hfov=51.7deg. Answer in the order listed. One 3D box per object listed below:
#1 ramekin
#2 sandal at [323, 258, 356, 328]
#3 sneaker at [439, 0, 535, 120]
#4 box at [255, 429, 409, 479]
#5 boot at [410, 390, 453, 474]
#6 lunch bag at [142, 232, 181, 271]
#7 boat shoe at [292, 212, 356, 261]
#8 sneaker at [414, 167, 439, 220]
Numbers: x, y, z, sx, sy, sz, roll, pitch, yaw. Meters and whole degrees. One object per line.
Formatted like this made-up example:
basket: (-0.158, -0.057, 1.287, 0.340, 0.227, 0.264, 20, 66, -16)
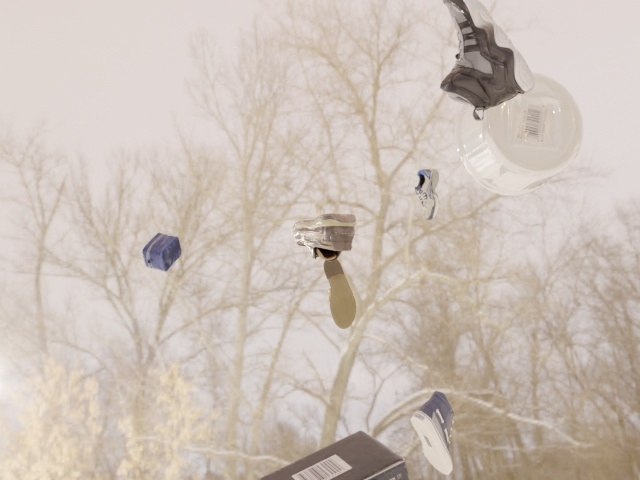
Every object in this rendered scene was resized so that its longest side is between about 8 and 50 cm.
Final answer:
ramekin: (0.464, -0.251, 1.527, 0.277, 0.277, 0.135, 1, -8, -11)
sandal: (0.065, 0.166, 2.183, 0.088, 0.240, 0.079, -13, 5, 5)
sneaker: (0.277, -0.359, 1.266, 0.153, 0.268, 0.101, -37, -16, 18)
box: (0.049, 0.939, 2.078, 0.480, 0.471, 0.297, -18, 11, -24)
boot: (0.258, 0.410, 1.402, 0.069, 0.086, 0.190, 18, -40, 46)
lunch bag: (-0.400, 0.030, 1.645, 0.065, 0.098, 0.067, 12, -52, 19)
boat shoe: (0.000, 0.000, 2.052, 0.132, 0.130, 0.355, 2, -7, -19)
sneaker: (0.264, -0.118, 1.678, 0.058, 0.135, 0.052, 3, -9, -28)
